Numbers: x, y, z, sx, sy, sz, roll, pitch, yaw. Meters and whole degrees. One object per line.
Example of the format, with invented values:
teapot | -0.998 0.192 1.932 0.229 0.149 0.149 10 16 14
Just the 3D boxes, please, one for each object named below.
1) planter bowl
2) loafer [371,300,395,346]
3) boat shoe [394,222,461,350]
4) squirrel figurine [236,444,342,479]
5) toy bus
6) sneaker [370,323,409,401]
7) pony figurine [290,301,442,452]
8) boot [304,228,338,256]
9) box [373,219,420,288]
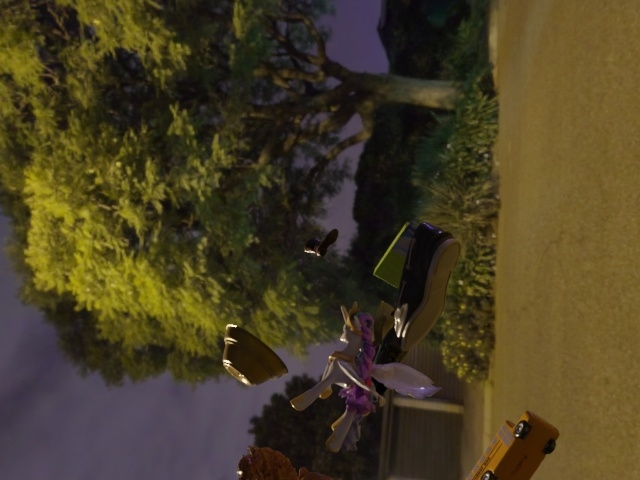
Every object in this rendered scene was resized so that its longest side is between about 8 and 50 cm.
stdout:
planter bowl | -0.201 0.335 1.465 0.090 0.217 0.217 -51 -27 -26
loafer | 0.164 0.214 1.373 0.148 0.050 0.056 -69 -12 -48
boat shoe | 0.230 0.109 1.230 0.095 0.112 0.335 46 136 40
squirrel figurine | -0.102 0.805 1.582 0.370 0.281 0.397 -35 -75 -38
toy bus | 0.554 0.655 1.569 0.332 0.108 0.130 -58 2 4
sneaker | 0.215 0.384 1.661 0.106 0.101 0.267 103 -169 -84
pony figurine | 0.103 0.398 1.492 0.303 0.351 0.363 16 -75 -43
boot | 0.000 0.000 1.732 0.106 0.037 0.114 -54 26 -10
box | 0.225 0.038 1.339 0.178 0.109 0.042 -59 3 25
